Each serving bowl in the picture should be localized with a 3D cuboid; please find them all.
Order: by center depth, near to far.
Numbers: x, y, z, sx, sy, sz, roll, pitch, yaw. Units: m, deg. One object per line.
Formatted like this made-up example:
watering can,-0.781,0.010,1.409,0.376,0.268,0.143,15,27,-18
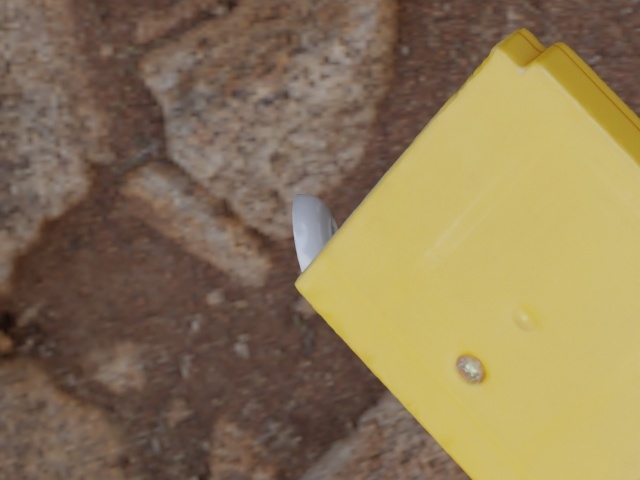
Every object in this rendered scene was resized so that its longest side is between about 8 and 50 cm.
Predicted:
serving bowl,0.000,0.000,1.427,0.027,0.083,0.083,-10,90,10

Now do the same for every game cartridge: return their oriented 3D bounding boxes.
game cartridge,0.155,0.043,1.191,0.285,0.052,0.324,47,136,6
